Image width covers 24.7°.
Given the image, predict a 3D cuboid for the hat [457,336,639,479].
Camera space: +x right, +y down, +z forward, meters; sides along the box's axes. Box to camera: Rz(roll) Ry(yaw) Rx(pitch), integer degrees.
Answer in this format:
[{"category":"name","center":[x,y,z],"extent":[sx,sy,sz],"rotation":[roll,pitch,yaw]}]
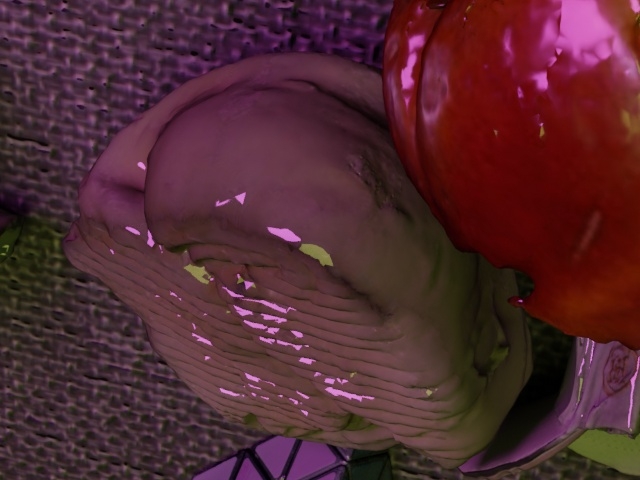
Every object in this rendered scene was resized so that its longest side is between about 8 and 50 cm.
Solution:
[{"category":"hat","center":[0.239,0.089,1.087],"extent":[0.258,0.168,0.301],"rotation":[10,157,-35]}]

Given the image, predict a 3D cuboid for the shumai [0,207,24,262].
[{"category":"shumai","center":[-0.414,-0.034,1.151],"extent":[0.330,0.292,0.288],"rotation":[-4,156,24]}]

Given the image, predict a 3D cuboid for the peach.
[{"category":"peach","center":[0.260,-0.093,0.846],"extent":[0.416,0.339,0.353],"rotation":[32,115,-16]}]

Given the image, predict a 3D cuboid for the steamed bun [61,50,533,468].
[{"category":"steamed bun","center":[0.007,0.000,1.038],"extent":[0.310,0.219,0.324],"rotation":[-1,142,47]}]

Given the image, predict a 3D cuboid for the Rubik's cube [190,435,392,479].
[{"category":"Rubik's cube","center":[0.010,0.213,1.217],"extent":[0.211,0.190,0.178],"rotation":[23,106,-6]}]
